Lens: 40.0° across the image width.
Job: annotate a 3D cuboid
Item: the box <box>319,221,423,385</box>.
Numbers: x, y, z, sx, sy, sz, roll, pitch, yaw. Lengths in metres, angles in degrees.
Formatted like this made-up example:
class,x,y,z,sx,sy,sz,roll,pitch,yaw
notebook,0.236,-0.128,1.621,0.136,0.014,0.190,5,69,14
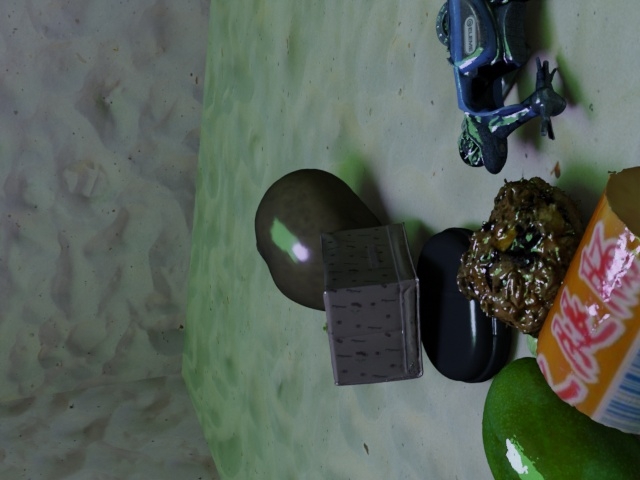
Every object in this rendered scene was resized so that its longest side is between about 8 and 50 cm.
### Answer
class,x,y,z,sx,sy,sz,roll,pitch,yaw
box,0.103,0.124,1.823,0.297,0.191,0.225,-90,-7,-67

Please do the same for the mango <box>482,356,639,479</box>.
class,x,y,z,sx,sy,sz,roll,pitch,yaw
mango,0.383,0.352,1.327,0.225,0.201,0.381,-34,68,22

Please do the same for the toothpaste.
class,x,y,z,sx,sy,sz,roll,pitch,yaw
toothpaste,0.310,-0.265,1.602,0.067,0.037,0.255,64,146,35

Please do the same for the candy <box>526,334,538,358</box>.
class,x,y,z,sx,sy,sz,roll,pitch,yaw
candy,0.447,0.237,1.372,0.335,0.092,0.093,49,153,41

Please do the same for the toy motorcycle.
class,x,y,z,sx,sy,sz,roll,pitch,yaw
toy motorcycle,0.304,-0.293,1.469,0.213,0.125,0.358,-6,88,52

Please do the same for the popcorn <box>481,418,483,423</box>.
class,x,y,z,sx,sy,sz,roll,pitch,yaw
popcorn,0.358,0.331,1.516,0.170,0.180,0.179,19,120,23

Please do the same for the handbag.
class,x,y,z,sx,sy,sz,roll,pitch,yaw
handbag,0.275,0.128,1.712,0.254,0.093,0.307,-174,79,-68

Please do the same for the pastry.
class,x,y,z,sx,sy,sz,roll,pitch,yaw
pastry,0.314,0.025,1.394,0.275,0.193,0.274,2,-90,-82

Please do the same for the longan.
class,x,y,z,sx,sy,sz,roll,pitch,yaw
longan,0.000,0.000,2.079,0.350,0.288,0.288,58,155,1

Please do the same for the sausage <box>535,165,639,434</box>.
class,x,y,z,sx,sy,sz,roll,pitch,yaw
sausage,0.433,0.080,1.149,0.233,0.233,0.287,-120,31,-44
